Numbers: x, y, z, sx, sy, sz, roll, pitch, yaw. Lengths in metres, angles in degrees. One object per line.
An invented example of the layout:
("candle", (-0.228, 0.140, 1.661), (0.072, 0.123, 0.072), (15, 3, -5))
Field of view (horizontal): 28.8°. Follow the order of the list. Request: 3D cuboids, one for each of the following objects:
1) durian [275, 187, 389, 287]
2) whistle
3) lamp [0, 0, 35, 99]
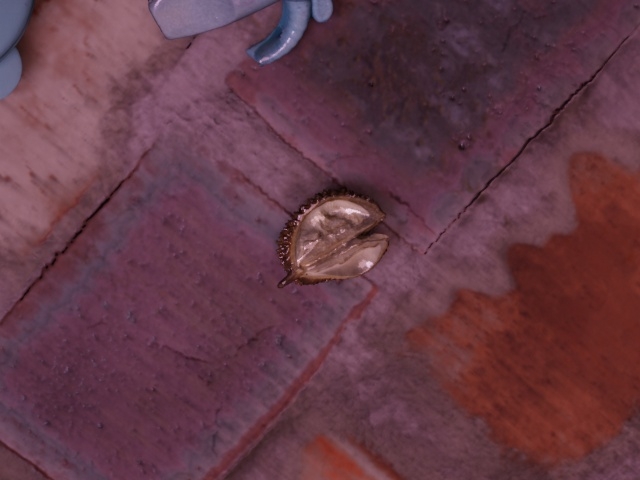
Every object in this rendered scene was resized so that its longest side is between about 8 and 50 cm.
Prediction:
("durian", (0.001, 0.002, 1.334), (0.140, 0.071, 0.110), (-37, 111, -11))
("whistle", (-0.044, -0.283, 1.246), (0.274, 0.093, 0.186), (-28, 133, 3))
("lamp", (-0.396, -0.255, 1.157), (0.284, 0.147, 0.209), (18, 83, -46))
